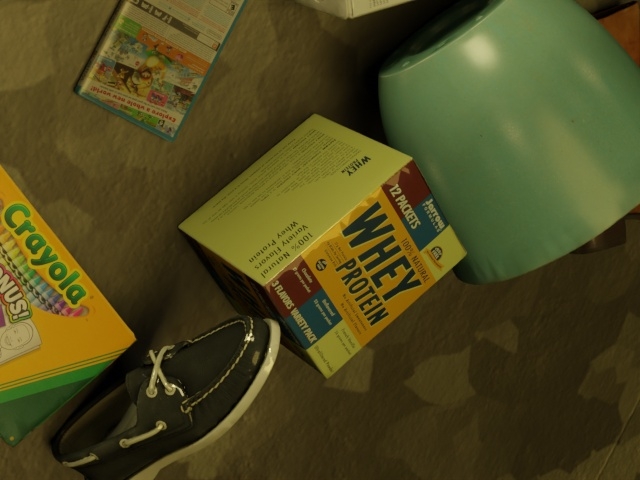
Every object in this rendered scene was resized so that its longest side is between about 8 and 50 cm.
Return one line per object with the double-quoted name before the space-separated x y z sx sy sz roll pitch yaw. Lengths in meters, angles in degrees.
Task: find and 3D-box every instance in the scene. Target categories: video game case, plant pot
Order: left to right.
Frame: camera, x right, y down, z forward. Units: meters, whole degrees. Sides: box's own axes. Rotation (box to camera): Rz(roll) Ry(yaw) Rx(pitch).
"video game case" -0.158 -0.196 1.439 0.119 0.015 0.166 26 92 -35
"plant pot" 0.199 -0.135 1.523 0.293 0.293 0.235 -40 104 -13

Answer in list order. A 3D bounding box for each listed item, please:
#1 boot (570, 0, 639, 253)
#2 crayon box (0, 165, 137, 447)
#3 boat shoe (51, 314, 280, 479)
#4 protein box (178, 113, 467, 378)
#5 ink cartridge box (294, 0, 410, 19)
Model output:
"boot" 0.379 -0.151 1.753 0.264 0.096 0.280 -15 107 -18
"crayon box" -0.323 0.044 1.384 0.165 0.081 0.278 -41 123 -12
"boat shoe" -0.159 0.161 1.440 0.091 0.114 0.302 33 122 -24
"protein box" 0.000 0.000 1.489 0.200 0.201 0.136 -41 122 -13
"ink cartridge box" 0.069 -0.290 1.472 0.175 0.127 0.072 -20 117 -24
